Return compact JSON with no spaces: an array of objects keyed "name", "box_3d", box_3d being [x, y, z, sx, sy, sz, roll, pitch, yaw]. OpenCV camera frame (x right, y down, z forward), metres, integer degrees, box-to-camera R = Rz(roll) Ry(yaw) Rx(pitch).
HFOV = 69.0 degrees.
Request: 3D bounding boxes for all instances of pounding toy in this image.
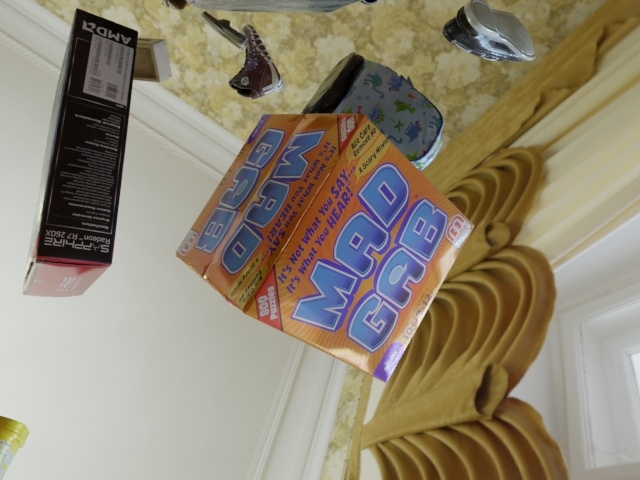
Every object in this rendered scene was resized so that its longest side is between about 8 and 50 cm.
[{"name":"pounding toy","box_3d":[-0.534,-0.563,1.412,0.141,0.130,0.100,9,-144,13]}]

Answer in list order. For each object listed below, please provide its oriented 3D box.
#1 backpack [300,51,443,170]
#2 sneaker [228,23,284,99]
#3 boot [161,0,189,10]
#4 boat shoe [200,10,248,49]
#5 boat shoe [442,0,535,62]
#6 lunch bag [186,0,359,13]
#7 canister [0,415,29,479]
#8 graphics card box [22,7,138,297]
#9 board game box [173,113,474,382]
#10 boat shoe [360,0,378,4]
[{"name":"backpack","box_3d":[0.161,-0.321,1.286,0.356,0.273,0.290,41,-109,-20]},{"name":"sneaker","box_3d":[-0.246,-0.582,1.541,0.281,0.163,0.106,63,-178,23]},{"name":"boot","box_3d":[-0.402,-0.663,1.166,0.095,0.262,0.203,-29,-85,-28]},{"name":"boat shoe","box_3d":[-0.288,-0.643,1.410,0.152,0.049,0.056,35,-174,-23]},{"name":"boat shoe","box_3d":[0.413,-0.490,1.125,0.303,0.091,0.114,6,-109,-38]},{"name":"lunch bag","box_3d":[-0.064,-0.484,0.671,0.306,0.213,0.255,-12,-73,-23]},{"name":"canister","box_3d":[-0.517,0.356,0.690,0.074,0.126,0.169,23,-128,-13]},{"name":"graphics card box","box_3d":[-0.362,-0.115,0.698,0.094,0.233,0.370,9,-111,-33]},{"name":"board game box","box_3d":[0.000,0.000,0.932,0.357,0.356,0.356,35,-97,-36]},{"name":"boat shoe","box_3d":[0.104,-0.649,0.923,0.187,0.500,0.155,-27,-93,0]}]
